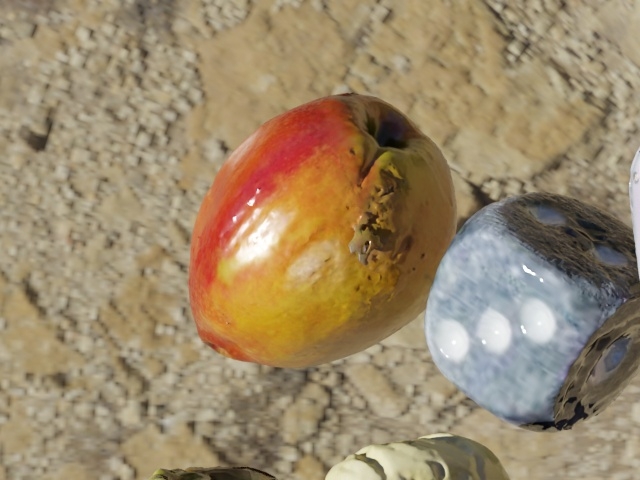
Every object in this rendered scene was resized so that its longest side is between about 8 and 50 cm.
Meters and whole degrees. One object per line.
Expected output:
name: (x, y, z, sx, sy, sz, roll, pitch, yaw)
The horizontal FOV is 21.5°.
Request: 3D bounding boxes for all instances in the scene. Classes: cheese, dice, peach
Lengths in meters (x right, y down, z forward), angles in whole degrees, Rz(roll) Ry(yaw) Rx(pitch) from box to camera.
cheese: (0.087, 0.292, 1.545, 0.117, 0.214, 0.226, -1, 96, 56)
dice: (0.226, 0.069, 1.675, 0.183, 0.181, 0.182, 37, 123, 29)
peach: (-0.002, -0.001, 2.043, 0.290, 0.372, 0.372, 28, 96, -16)

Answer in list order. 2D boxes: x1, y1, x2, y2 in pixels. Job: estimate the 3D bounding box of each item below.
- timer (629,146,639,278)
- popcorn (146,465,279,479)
timer: (0.342, -0.007, 1.412, 0.208, 0.069, 0.190, 5, 105, 58)
popcorn: (-0.074, 0.241, 1.108, 0.189, 0.218, 0.169, 22, 108, 20)
